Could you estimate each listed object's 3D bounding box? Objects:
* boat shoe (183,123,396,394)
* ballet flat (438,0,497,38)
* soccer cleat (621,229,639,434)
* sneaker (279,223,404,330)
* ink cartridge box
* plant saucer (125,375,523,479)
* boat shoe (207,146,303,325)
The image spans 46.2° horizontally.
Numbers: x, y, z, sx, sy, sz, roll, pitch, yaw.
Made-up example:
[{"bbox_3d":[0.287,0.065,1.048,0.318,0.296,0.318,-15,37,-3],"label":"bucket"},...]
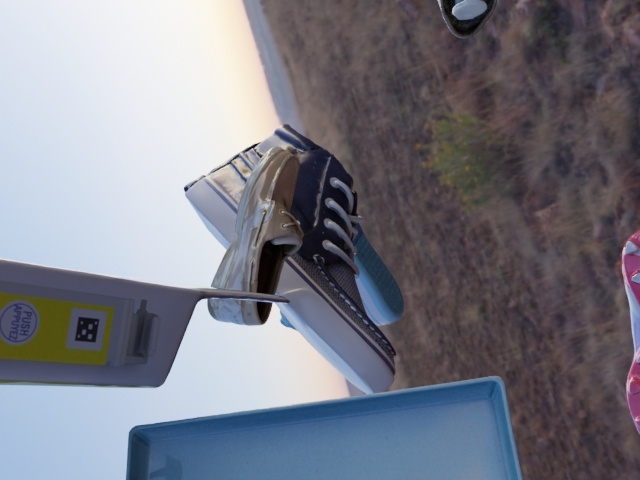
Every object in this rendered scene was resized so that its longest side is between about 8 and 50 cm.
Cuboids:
[{"bbox_3d":[0.000,0.000,0.799,0.340,0.158,0.127,45,168,31],"label":"boat shoe"},{"bbox_3d":[0.182,-0.358,0.903,0.342,0.116,0.124,73,-163,-72],"label":"ballet flat"},{"bbox_3d":[0.386,0.108,0.843,0.095,0.083,0.248,8,-104,-59],"label":"soccer cleat"},{"bbox_3d":[-0.023,0.037,1.267,0.319,0.208,0.127,59,-153,-2],"label":"sneaker"},{"bbox_3d":[-0.232,0.032,0.436,0.307,0.303,0.072,18,-102,-47],"label":"ink cartridge box"},{"bbox_3d":[-0.003,0.112,0.361,0.018,0.192,0.067,67,-164,-57],"label":"plant saucer"},{"bbox_3d":[-0.045,-0.002,0.678,0.063,0.059,0.170,36,-111,-62],"label":"boat shoe"}]
